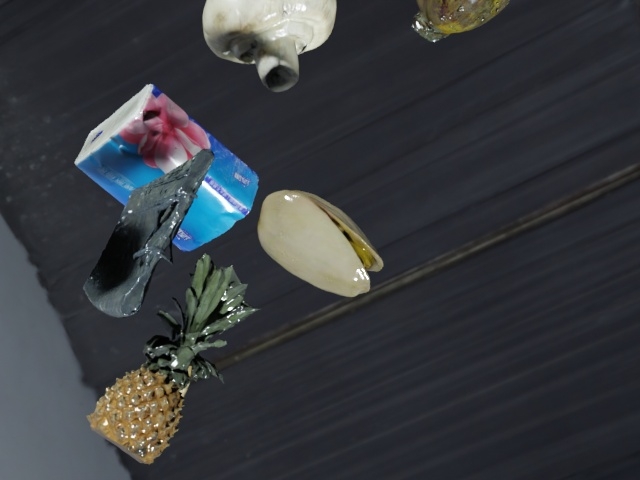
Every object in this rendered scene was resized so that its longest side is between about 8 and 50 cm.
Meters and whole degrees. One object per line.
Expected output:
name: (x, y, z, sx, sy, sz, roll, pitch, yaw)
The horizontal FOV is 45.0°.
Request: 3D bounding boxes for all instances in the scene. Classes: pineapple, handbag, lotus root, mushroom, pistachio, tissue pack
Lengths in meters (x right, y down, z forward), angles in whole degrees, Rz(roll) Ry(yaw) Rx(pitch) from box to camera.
pineapple: (-0.200, 0.158, 1.056, 0.130, 0.277, 0.119, 24, -23, 27)
handbag: (-0.238, -0.002, 1.095, 0.088, 0.175, 0.270, 32, 63, -22)
lotus root: (0.307, -0.549, 1.437, 0.179, 0.397, 0.196, 14, 37, -32)
mushroom: (-0.087, -0.394, 1.443, 0.260, 0.253, 0.235, -23, -104, 62)
pistachio: (0.000, 0.000, 1.165, 0.206, 0.130, 0.131, 32, -31, 0)
tissue pack: (-0.273, -0.117, 1.380, 0.269, 0.209, 0.137, 42, 41, -29)

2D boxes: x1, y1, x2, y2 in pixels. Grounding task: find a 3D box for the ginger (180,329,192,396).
ginger: (-0.258, 0.237, 1.454, 0.044, 0.057, 0.137, 8, 89, -65)
